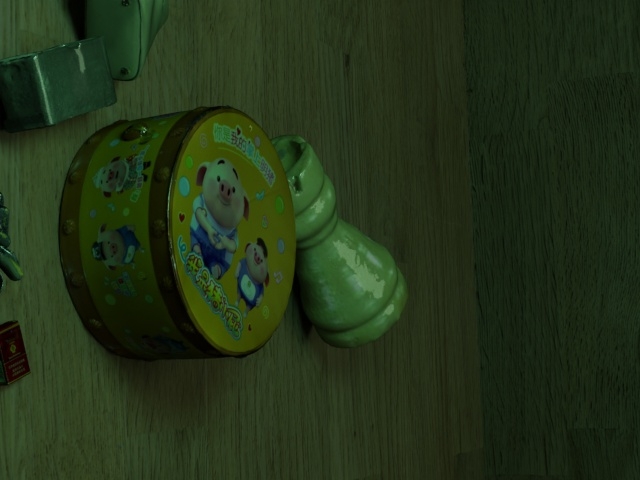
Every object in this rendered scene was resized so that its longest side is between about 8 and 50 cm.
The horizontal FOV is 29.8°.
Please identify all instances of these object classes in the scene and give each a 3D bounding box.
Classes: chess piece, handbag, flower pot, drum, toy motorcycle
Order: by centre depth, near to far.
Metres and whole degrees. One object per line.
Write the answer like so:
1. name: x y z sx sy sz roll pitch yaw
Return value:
1. toy motorcycle: -0.474 -0.018 1.662 0.124 0.061 0.193 -49 121 -46
2. flower pot: -0.396 -0.237 1.806 0.229 0.103 0.108 -35 117 -61
3. drum: -0.223 -0.005 1.994 0.431 0.214 0.431 15 73 -63
4. handbag: -0.283 -0.424 2.000 0.315 0.109 0.241 -63 171 -45
5. chess piece: 0.000 0.000 2.447 0.442 0.234 0.234 58 38 -38

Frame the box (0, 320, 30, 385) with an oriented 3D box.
1. box: -0.448 0.161 1.726 0.051 0.023 0.082 -33 115 -61
